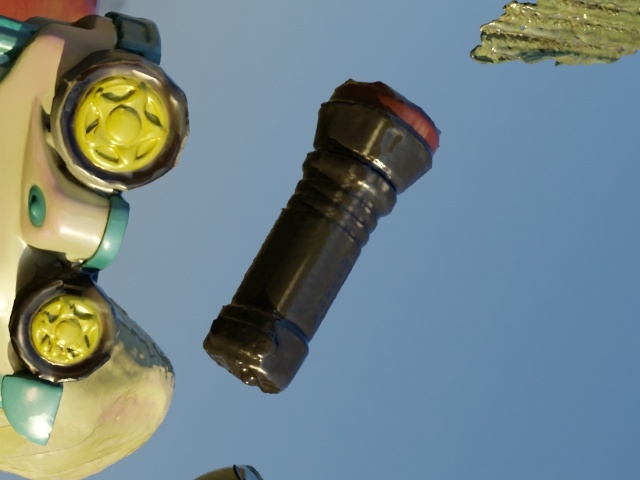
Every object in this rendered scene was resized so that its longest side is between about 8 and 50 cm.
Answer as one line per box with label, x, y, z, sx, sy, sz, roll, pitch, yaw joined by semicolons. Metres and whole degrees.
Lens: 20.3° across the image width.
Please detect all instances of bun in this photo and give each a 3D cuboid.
bun;-0.217;0.067;1.160;0.153;0.244;0.244;-46;-169;-16

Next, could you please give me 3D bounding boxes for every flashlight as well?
flashlight;0.000;0.000;1.270;0.232;0.093;0.093;-61;-166;-16

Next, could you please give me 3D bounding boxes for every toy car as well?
toy car;-0.119;-0.016;0.672;0.126;0.098;0.161;-139;-112;-73

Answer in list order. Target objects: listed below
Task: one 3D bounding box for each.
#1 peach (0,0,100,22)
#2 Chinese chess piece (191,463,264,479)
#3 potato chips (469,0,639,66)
peach;-0.253;-0.166;0.888;0.343;0.302;0.343;-179;-90;-80
Chinese chess piece;-0.065;0.320;1.680;0.092;0.238;0.238;-25;-158;2
potato chips;0.220;-0.187;1.543;0.028;0.207;0.092;59;-43;35
